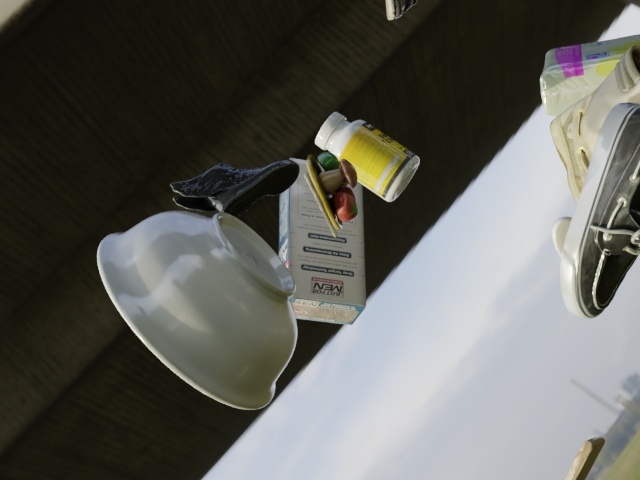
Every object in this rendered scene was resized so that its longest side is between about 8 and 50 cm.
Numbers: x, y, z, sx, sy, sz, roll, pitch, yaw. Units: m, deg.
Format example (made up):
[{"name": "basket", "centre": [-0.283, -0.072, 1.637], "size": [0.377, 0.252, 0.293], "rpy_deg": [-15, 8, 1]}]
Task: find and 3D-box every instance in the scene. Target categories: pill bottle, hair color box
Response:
[{"name": "pill bottle", "centre": [0.085, -0.161, 1.614], "size": [0.103, 0.184, 0.103], "rpy_deg": [-53, -9, -13]}, {"name": "hair color box", "centre": [0.000, 0.000, 1.880], "size": [0.105, 0.173, 0.348], "rpy_deg": [120, 155, -55]}]

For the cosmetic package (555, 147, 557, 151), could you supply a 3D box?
[{"name": "cosmetic package", "centre": [0.526, -0.219, 1.726], "size": [0.041, 0.115, 0.060], "rpy_deg": [-14, -89, -52]}]

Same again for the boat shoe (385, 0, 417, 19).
[{"name": "boat shoe", "centre": [0.155, -0.474, 1.641], "size": [0.206, 0.064, 0.075], "rpy_deg": [-83, -10, -58]}]

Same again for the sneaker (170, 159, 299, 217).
[{"name": "sneaker", "centre": [-0.119, -0.085, 1.223], "size": [0.170, 0.089, 0.051], "rpy_deg": [-33, -36, -27]}]

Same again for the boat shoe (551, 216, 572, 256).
[{"name": "boat shoe", "centre": [0.439, 0.016, 1.445], "size": [0.184, 0.063, 0.066], "rpy_deg": [34, -78, -28]}]

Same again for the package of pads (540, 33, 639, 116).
[{"name": "package of pads", "centre": [0.570, -0.318, 1.619], "size": [0.229, 0.296, 0.101], "rpy_deg": [-53, -46, -63]}]

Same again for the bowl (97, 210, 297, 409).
[{"name": "bowl", "centre": [-0.126, 0.059, 1.101], "size": [0.134, 0.298, 0.298], "rpy_deg": [-44, -21, 11]}]

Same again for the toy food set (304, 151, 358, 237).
[{"name": "toy food set", "centre": [0.033, -0.088, 1.416], "size": [0.071, 0.128, 0.218], "rpy_deg": [-24, 13, 7]}]

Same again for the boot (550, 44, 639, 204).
[{"name": "boot", "centre": [0.474, -0.145, 1.319], "size": [0.095, 0.262, 0.203], "rpy_deg": [7, -37, -29]}]

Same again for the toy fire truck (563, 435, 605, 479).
[{"name": "toy fire truck", "centre": [0.323, 0.398, 1.122], "size": [0.158, 0.247, 0.217], "rpy_deg": [-19, -14, 20]}]

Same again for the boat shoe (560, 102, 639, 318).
[{"name": "boat shoe", "centre": [0.414, -0.026, 1.163], "size": [0.113, 0.105, 0.307], "rpy_deg": [0, -70, -40]}]
